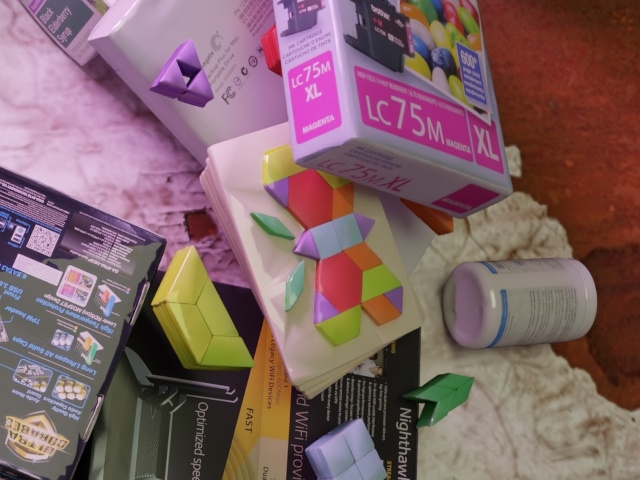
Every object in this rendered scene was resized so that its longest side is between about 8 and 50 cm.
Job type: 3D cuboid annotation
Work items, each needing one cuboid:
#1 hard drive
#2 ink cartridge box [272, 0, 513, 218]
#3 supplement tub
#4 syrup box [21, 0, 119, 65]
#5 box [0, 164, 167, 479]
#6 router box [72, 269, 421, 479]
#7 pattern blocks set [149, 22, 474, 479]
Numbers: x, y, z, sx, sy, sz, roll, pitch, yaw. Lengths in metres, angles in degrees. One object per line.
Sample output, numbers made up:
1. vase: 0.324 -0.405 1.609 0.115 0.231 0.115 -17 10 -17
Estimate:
1. hard drive: -0.008 -0.110 1.061 0.307 0.040 0.203 48 61 -28
2. ink cartridge box: 0.041 -0.183 1.022 0.186 0.065 0.311 15 58 -48
3. supplement tub: 0.159 0.050 1.143 0.107 0.071 0.071 -1 74 -28
4. syrup box: -0.116 -0.242 1.078 0.096 0.093 0.237 48 59 -7
5. box: -0.226 0.037 0.878 0.220 0.051 0.175 23 67 -11
6. router box: -0.057 0.188 0.976 0.243 0.081 0.308 13 68 -24
7. pattern blocks set: 0.000 0.000 0.975 0.285 0.026 0.325 -42 106 -40
